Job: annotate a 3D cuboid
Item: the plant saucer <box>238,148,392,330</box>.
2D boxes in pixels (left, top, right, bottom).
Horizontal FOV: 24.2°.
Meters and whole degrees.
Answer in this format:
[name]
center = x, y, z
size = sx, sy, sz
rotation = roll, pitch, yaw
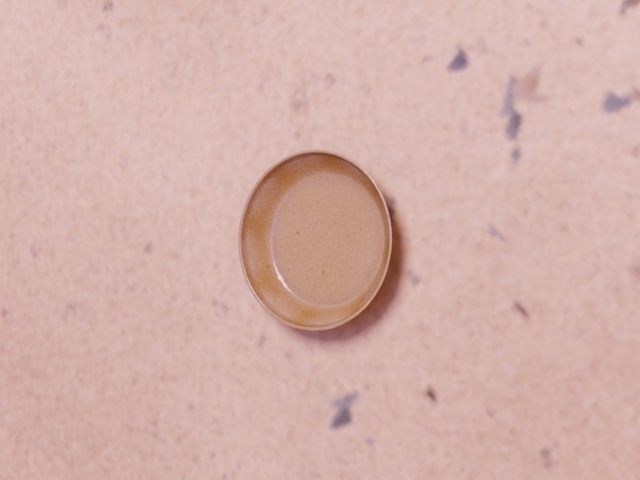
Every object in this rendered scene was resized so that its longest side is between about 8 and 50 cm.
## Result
[plant saucer]
center = 0.000, 0.000, 0.690
size = 0.083, 0.015, 0.083
rotation = -1, 88, 32
